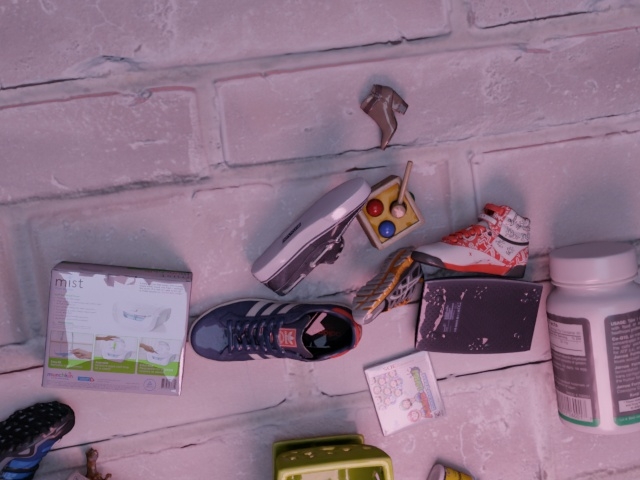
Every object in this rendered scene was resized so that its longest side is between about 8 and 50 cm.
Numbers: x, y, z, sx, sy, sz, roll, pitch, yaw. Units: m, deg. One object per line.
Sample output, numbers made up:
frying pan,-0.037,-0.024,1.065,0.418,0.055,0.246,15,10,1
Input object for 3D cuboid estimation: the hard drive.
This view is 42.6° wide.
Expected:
hard drive,0.322,0.151,1.702,0.255,0.054,0.172,2,110,-10

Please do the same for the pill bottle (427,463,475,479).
pill bottle,0.292,0.528,1.753,0.116,0.065,0.065,24,93,-10

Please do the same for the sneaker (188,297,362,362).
sneaker,-0.086,0.182,1.620,0.350,0.148,0.131,-6,97,-7

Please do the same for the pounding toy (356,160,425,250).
pounding toy,0.143,-0.072,1.646,0.141,0.100,0.130,-31,100,-3

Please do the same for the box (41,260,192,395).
box,-0.388,0.168,1.588,0.262,0.127,0.231,5,95,-8

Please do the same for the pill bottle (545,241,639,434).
pill bottle,0.574,0.195,1.684,0.204,0.204,0.361,-9,98,-7

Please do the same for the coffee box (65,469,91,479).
coffee box,-0.441,0.704,1.495,0.338,0.334,0.337,32,106,-4

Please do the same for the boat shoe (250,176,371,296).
boat shoe,0.000,0.000,1.613,0.301,0.108,0.102,-42,109,16

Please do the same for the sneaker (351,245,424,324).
sneaker,0.144,0.102,1.645,0.215,0.084,0.083,-44,114,-32

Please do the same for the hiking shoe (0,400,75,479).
hiking shoe,-0.604,0.437,1.617,0.304,0.113,0.132,-36,130,-9

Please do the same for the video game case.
video game case,0.180,0.322,1.737,0.143,0.019,0.157,-18,99,-5

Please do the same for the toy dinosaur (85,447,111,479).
toy dinosaur,-0.471,0.524,1.661,0.112,0.064,0.211,21,89,16

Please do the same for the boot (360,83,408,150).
boot,0.120,-0.253,1.657,0.087,0.042,0.118,27,91,-4

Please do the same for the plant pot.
plant pot,0.012,0.512,1.637,0.228,0.207,0.227,-3,97,-12

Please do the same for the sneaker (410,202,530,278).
sneaker,0.310,-0.009,1.667,0.270,0.090,0.145,7,95,-24
